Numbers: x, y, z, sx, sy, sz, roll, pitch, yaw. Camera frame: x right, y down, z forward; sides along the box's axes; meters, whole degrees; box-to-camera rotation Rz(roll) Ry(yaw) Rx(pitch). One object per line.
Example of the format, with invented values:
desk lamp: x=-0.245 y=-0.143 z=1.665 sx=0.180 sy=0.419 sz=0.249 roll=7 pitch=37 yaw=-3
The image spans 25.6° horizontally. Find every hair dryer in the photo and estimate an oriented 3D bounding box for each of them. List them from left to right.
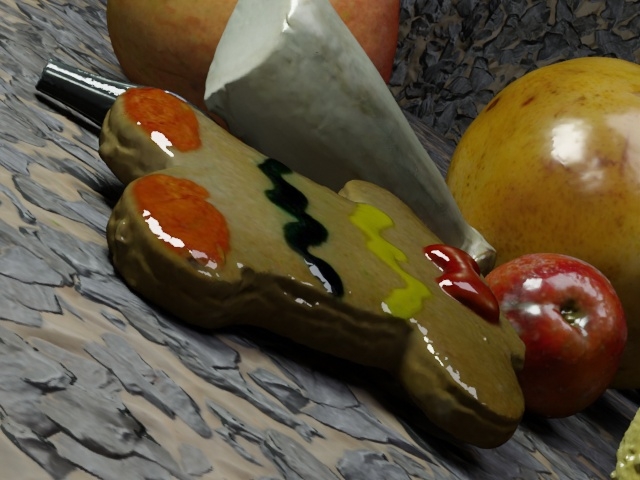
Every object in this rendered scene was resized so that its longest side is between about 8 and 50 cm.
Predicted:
hair dryer: x=-0.176 y=-0.091 z=1.307 sx=0.195 sy=0.075 sz=0.219 roll=23 pitch=21 yaw=-15

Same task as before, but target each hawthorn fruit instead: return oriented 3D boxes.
hawthorn fruit: x=0.223 y=0.091 z=1.402 sx=0.173 sy=0.173 sz=0.173 roll=33 pitch=10 yaw=-7

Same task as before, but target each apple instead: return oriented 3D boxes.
apple: x=-0.078 y=-0.280 z=1.628 sx=0.364 sy=0.364 sz=0.364 roll=33 pitch=10 yaw=-7

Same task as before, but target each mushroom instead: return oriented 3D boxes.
mushroom: x=0.028 y=-0.092 z=1.445 sx=0.407 sy=0.137 sz=0.154 roll=53 pitch=46 yaw=-20

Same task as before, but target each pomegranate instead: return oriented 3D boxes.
pomegranate: x=0.338 y=-0.011 z=1.672 sx=0.417 sy=0.416 sz=0.416 roll=33 pitch=10 yaw=-7

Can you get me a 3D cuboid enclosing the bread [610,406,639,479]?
bread: x=0.369 y=0.225 z=1.257 sx=0.204 sy=0.162 sz=0.262 roll=27 pitch=55 yaw=-41

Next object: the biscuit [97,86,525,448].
biscuit: x=0.000 y=0.000 z=1.192 sx=0.394 sy=0.076 sz=0.368 roll=25 pitch=21 yaw=-23

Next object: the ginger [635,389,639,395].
ginger: x=0.538 y=0.227 z=1.934 sx=0.309 sy=0.107 sz=0.133 roll=35 pitch=33 yaw=-1
